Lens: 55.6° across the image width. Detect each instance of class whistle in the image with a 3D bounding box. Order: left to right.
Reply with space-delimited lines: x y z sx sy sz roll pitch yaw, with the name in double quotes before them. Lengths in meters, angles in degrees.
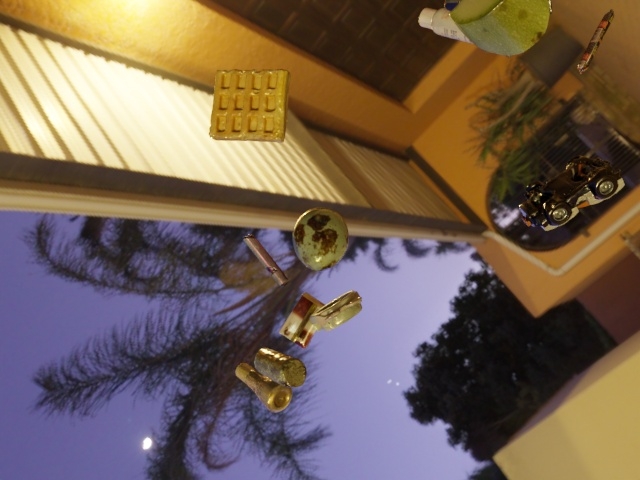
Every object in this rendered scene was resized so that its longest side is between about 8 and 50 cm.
"whistle" -0.150 0.053 1.678 0.176 0.033 0.033 50 -157 11

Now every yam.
"yam" -0.104 0.315 1.512 0.078 0.078 0.179 31 167 -29

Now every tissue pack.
"tissue pack" -0.050 0.263 1.996 0.106 0.148 0.099 32 -174 6

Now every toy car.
"toy car" 0.756 -0.143 1.863 0.118 0.301 0.193 50 -169 -28

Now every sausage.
"sausage" 0.655 -0.473 1.444 0.025 0.198 0.028 36 164 -23

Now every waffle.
"waffle" -0.217 -0.415 1.876 0.248 0.221 0.055 5 179 19

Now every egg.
"egg" 0.000 0.000 1.805 0.169 0.169 0.231 34 -146 -23

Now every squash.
"squash" 0.395 -0.479 1.293 0.184 0.192 0.085 44 -146 -6

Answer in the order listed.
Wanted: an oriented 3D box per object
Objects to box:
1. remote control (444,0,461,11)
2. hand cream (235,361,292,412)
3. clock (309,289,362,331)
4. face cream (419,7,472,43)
"remote control" 0.418 -0.783 1.690 0.044 0.107 0.377 70 -152 -62
"hand cream" -0.166 0.396 1.679 0.084 0.084 0.203 22 179 -43
"clock" 0.052 0.203 1.739 0.062 0.151 0.191 59 167 1
"face cream" 0.421 -0.644 1.826 0.269 0.082 0.082 26 -167 27
